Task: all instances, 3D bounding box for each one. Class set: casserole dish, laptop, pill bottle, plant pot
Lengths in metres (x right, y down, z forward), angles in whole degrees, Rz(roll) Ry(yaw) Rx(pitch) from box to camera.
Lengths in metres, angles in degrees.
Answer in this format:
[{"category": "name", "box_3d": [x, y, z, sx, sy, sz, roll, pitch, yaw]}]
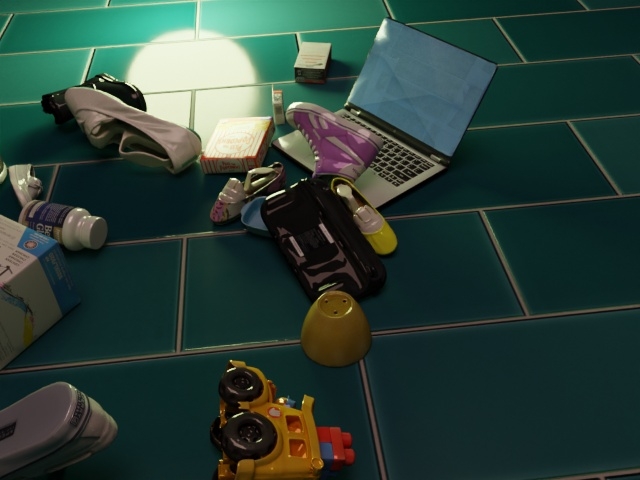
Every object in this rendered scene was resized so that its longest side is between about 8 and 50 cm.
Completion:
[{"category": "casserole dish", "box_3d": [-0.086, -0.043, 1.538, 0.188, 0.037, 0.114, 11, 43, 16]}, {"category": "laptop", "box_3d": [0.142, -0.323, 1.696, 0.408, 0.236, 0.382, -30, 47, -28]}, {"category": "pill bottle", "box_3d": [-0.553, -0.029, 1.498, 0.169, 0.094, 0.094, 10, 43, 14]}, {"category": "plant pot", "box_3d": [0.028, 0.149, 1.268, 0.134, 0.095, 0.134, -2, 41, 1]}]

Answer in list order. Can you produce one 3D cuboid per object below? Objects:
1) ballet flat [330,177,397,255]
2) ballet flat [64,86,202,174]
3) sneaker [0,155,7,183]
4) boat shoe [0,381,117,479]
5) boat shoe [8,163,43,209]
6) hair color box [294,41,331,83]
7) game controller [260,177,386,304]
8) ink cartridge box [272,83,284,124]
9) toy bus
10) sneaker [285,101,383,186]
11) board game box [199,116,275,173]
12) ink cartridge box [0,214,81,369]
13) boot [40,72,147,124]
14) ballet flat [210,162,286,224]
[{"category": "ballet flat", "box_3d": [0.084, -0.059, 1.506, 0.077, 0.077, 0.231, -32, 50, -5]}, {"category": "ballet flat", "box_3d": [-0.492, -0.271, 1.729, 0.400, 0.139, 0.139, 22, 45, 10]}, {"category": "sneaker", "box_3d": [-0.861, -0.249, 1.725, 0.104, 0.147, 0.296, -17, 44, -19]}, {"category": "boat shoe", "box_3d": [-0.460, 0.329, 1.063, 0.367, 0.156, 0.136, -26, 43, 18]}, {"category": "boat shoe", "box_3d": [-0.695, -0.128, 1.649, 0.063, 0.066, 0.184, -20, 34, -18]}, {"category": "hair color box", "box_3d": [-0.021, -0.535, 2.085, 0.093, 0.053, 0.167, 5, 40, 6]}, {"category": "game controller", "box_3d": [0.000, 0.000, 1.439, 0.166, 0.067, 0.319, -28, 57, -7]}, {"category": "ink cartridge box", "box_3d": [-0.115, -0.374, 1.896, 0.029, 0.063, 0.115, -4, 41, -1]}, {"category": "toy bus", "box_3d": [-0.060, 0.302, 1.075, 0.211, 0.149, 0.220, 2, 37, -15]}, {"category": "sneaker", "box_3d": [-0.006, -0.223, 1.642, 0.282, 0.102, 0.161, 29, 81, 35]}, {"category": "board game box", "box_3d": [-0.206, -0.242, 1.753, 0.146, 0.045, 0.193, -1, 41, 12]}, {"category": "ink cartridge box", "box_3d": [-0.611, 0.102, 1.295, 0.171, 0.168, 0.233, 21, 47, 23]}, {"category": "boot", "box_3d": [-0.619, -0.367, 1.888, 0.246, 0.094, 0.207, 29, 49, 33]}, {"category": "ballet flat", "box_3d": [-0.168, -0.120, 1.596, 0.221, 0.079, 0.077, -33, 51, -30]}]
